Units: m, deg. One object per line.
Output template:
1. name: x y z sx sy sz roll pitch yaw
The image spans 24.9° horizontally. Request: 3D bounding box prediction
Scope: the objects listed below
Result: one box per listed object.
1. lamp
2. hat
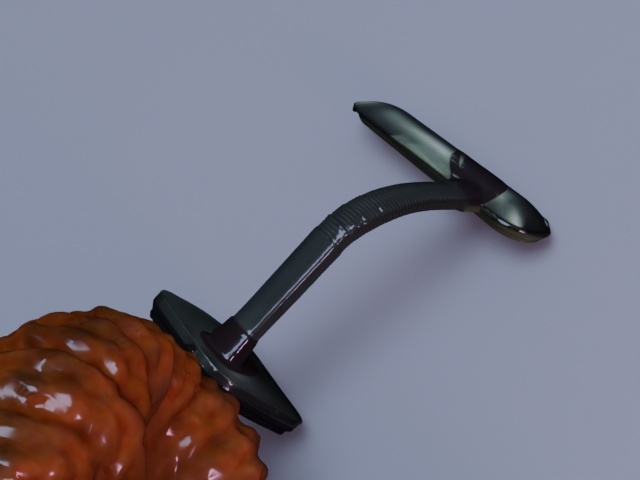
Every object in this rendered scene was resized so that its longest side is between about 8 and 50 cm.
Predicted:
1. lamp: -0.001 -0.005 1.087 0.283 0.124 0.203 -38 45 -7
2. hat: -0.245 0.195 0.936 0.400 0.285 0.285 -12 56 26
